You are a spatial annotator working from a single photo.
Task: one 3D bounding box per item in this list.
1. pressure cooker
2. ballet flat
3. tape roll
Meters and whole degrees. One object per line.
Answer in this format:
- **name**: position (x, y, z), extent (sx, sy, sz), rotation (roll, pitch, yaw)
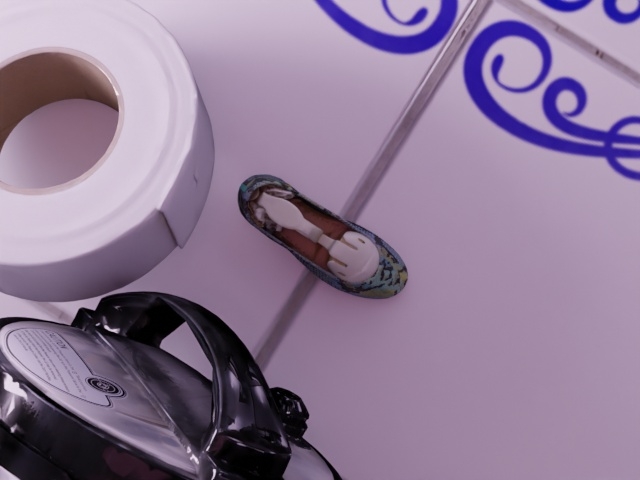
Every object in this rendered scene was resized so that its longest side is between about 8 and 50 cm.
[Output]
- **pressure cooker**: position (-0.183, 0.251, 1.254), extent (0.370, 0.375, 0.420), rotation (29, 97, 16)
- **ballet flat**: position (0.000, 0.000, 1.414), extent (0.188, 0.070, 0.070), rotation (29, 90, 0)
- **tape roll**: position (-0.242, -0.090, 1.349), extent (0.286, 0.100, 0.286), rotation (-2, 67, 5)
